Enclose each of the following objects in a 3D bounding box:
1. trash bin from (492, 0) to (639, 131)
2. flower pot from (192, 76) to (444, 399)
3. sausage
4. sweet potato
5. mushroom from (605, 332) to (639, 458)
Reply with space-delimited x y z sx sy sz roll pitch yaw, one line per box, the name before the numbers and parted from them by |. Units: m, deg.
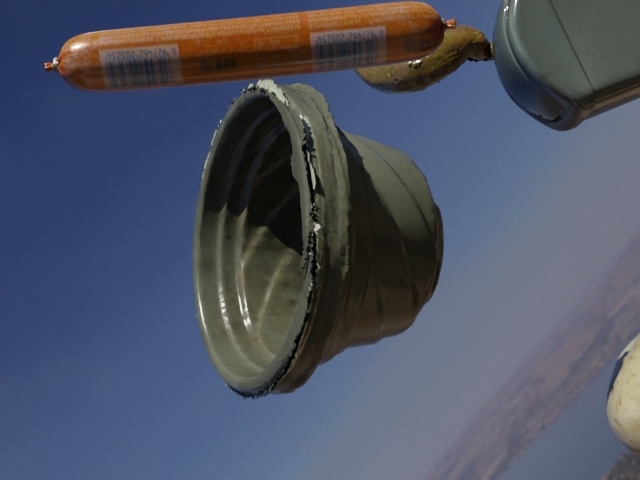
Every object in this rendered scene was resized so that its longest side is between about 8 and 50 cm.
trash bin | 0.320 -0.238 0.935 0.236 0.176 0.101 -21 -13 -4
flower pot | 0.000 0.000 0.610 0.141 0.235 0.235 1 -45 -28
sausage | -0.054 -0.162 0.683 0.348 0.053 0.053 -7 -26 -6
sweet potato | 0.178 -0.323 1.465 0.124 0.310 0.098 -68 -35 -47
mushroom | 0.368 0.153 0.822 0.166 0.127 0.166 -52 -2 -3
